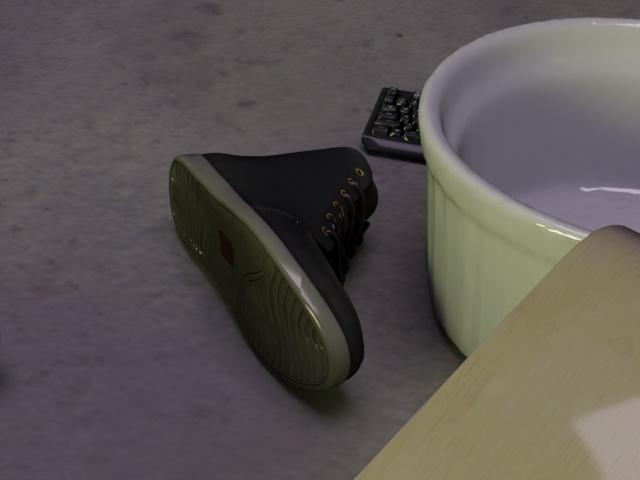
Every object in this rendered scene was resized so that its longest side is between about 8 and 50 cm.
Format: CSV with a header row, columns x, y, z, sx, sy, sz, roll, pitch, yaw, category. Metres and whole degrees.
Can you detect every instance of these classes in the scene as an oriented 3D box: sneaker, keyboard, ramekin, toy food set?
x,y,z,sx,sy,sz,roll,pitch,yaw,category
0.000,0.000,0.833,0.118,0.083,0.222,-12,36,-22,sneaker
0.128,-0.084,1.022,0.180,0.023,0.108,11,35,10,keyboard
0.190,-0.013,0.823,0.277,0.135,0.277,3,35,-2,ramekin
0.123,0.148,0.552,0.220,0.092,0.306,33,70,36,toy food set
